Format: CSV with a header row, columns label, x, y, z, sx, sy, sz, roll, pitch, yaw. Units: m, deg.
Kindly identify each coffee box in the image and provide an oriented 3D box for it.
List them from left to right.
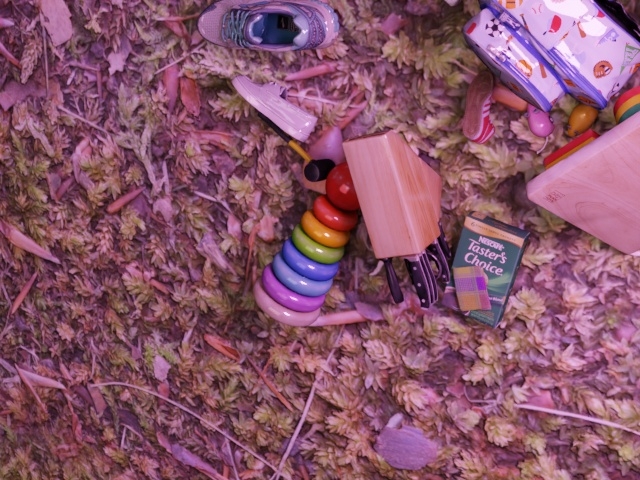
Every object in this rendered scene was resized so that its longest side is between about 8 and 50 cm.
label,x,y,z,sx,sy,sz,roll,pitch,yaw
coffee box,0.287,0.050,1.713,0.113,0.040,0.184,25,119,21

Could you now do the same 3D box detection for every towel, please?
label,x,y,z,sx,sy,sz,roll,pitch,yaw
towel,0.264,0.085,1.708,0.060,0.009,0.083,-7,103,34

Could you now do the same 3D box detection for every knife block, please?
label,x,y,z,sx,sy,sz,roll,pitch,yaw
knife block,0.131,-0.022,1.652,0.088,0.275,0.242,-9,62,32

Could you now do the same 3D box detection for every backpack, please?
label,x,y,z,sx,sy,sz,roll,pitch,yaw
backpack,0.340,-0.303,1.421,0.263,0.276,0.213,36,108,0

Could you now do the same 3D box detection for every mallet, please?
label,x,y,z,sx,sy,sz,roll,pitch,yaw
mallet,-0.044,-0.181,1.835,0.190,0.062,0.039,49,124,24

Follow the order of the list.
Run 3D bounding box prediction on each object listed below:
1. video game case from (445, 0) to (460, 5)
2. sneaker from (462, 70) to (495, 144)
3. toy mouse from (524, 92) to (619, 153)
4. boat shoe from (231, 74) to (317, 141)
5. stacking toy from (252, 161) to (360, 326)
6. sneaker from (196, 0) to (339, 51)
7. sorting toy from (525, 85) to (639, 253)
label,x,y,z,sx,sy,sz,roll,pitch,yaw
video game case,0.227,-0.538,1.511,0.204,0.025,0.285,46,120,6
sneaker,0.270,-0.219,1.632,0.042,0.067,0.118,12,83,29
toy mouse,0.370,-0.219,1.571,0.143,0.031,0.161,43,123,11
boat shoe,-0.084,-0.259,1.811,0.184,0.066,0.063,41,103,19
stacking toy,0.000,0.000,1.816,0.141,0.141,0.330,37,118,14
sneaker,-0.115,-0.390,1.741,0.283,0.122,0.110,6,110,29
sorting toy,0.476,-0.113,1.438,0.255,0.257,0.089,-35,44,38
